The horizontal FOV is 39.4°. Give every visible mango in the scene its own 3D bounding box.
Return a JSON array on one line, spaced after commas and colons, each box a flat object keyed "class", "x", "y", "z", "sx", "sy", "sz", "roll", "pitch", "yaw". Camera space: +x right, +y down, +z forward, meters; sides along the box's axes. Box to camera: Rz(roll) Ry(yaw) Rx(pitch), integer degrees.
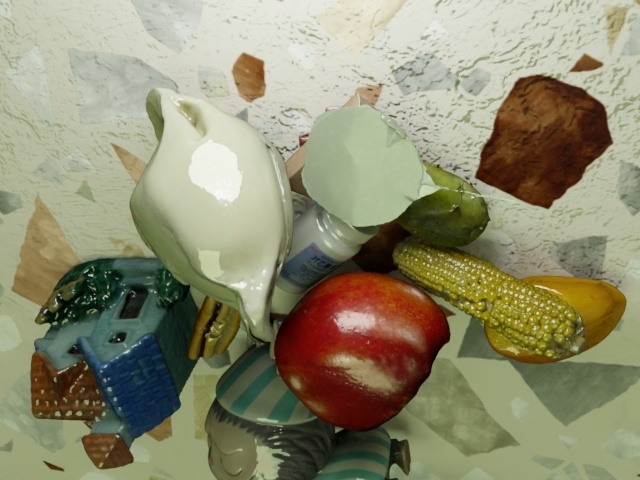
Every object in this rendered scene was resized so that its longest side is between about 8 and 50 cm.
[{"class": "mango", "x": 0.363, "y": 0.115, "z": 1.382, "sx": 0.217, "sy": 0.102, "sz": 0.141, "roll": -19, "pitch": 92, "yaw": 25}]

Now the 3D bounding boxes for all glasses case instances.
[{"class": "glasses case", "x": 0.028, "y": -0.142, "z": 1.314, "sx": 0.102, "sy": 0.070, "sz": 0.193, "roll": 18, "pitch": 135, "yaw": -37}]

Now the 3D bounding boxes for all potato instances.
[{"class": "potato", "x": 0.146, "y": -0.064, "z": 1.301, "sx": 0.225, "sy": 0.090, "sz": 0.117, "roll": 26, "pitch": 127, "yaw": -17}]

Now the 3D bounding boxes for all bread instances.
[{"class": "bread", "x": -0.167, "y": 0.121, "z": 1.541, "sx": 0.077, "sy": 0.116, "sz": 0.200, "roll": 22, "pitch": 131, "yaw": -3}]

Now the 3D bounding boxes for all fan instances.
[{"class": "fan", "x": 0.122, "y": -0.085, "z": 1.230, "sx": 0.310, "sy": 0.010, "sz": 0.182, "roll": 15, "pitch": 119, "yaw": 13}]

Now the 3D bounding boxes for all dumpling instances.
[{"class": "dumpling", "x": -0.145, "y": -0.024, "z": 1.324, "sx": 0.233, "sy": 0.395, "sz": 0.315, "roll": -28, "pitch": 163, "yaw": -6}]

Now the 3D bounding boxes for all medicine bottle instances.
[{"class": "medicine bottle", "x": 0.000, "y": 0.000, "z": 1.400, "sx": 0.103, "sy": 0.103, "sz": 0.186, "roll": 41, "pitch": 128, "yaw": -16}]

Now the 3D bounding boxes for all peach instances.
[{"class": "peach", "x": 0.062, "y": 0.166, "z": 1.383, "sx": 0.245, "sy": 0.249, "sz": 0.274, "roll": 14, "pitch": 159, "yaw": -32}]

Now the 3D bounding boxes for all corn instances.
[{"class": "corn", "x": 0.248, "y": 0.080, "z": 1.333, "sx": 0.320, "sy": 0.097, "sz": 0.097, "roll": 29, "pitch": 135, "yaw": 27}]

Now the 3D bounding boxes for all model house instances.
[{"class": "model house", "x": -0.388, "y": 0.226, "z": 1.561, "sx": 0.294, "sy": 0.329, "sz": 0.252, "roll": 0, "pitch": 131, "yaw": 16}]

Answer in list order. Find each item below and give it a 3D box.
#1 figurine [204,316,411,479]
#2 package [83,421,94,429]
[{"class": "figurine", "x": -0.032, "y": 0.304, "z": 1.556, "sx": 0.361, "sy": 0.266, "sz": 0.378, "roll": 1, "pitch": 128, "yaw": 10}, {"class": "package", "x": -0.464, "y": 0.393, "z": 1.913, "sx": 0.083, "sy": 0.029, "sz": 0.059, "roll": -34, "pitch": 104, "yaw": 24}]
